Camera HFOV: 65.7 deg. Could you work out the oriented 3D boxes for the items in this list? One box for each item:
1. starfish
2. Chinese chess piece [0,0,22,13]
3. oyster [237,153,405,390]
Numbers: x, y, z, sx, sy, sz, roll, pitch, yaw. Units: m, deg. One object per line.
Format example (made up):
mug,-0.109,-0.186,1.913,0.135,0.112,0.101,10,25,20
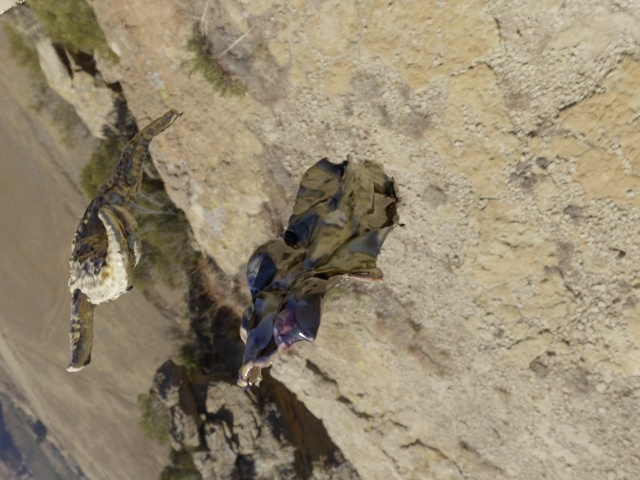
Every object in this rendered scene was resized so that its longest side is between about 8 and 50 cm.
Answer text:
starfish,-0.309,-0.033,0.741,0.082,0.432,0.324,22,121,-23
Chinese chess piece,-0.517,-0.349,0.698,0.250,0.249,0.103,12,144,39
oyster,0.006,-0.008,0.527,0.096,0.361,0.221,44,139,-14
